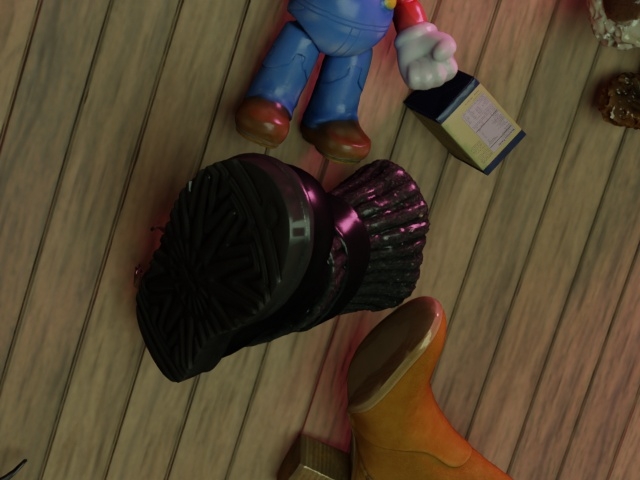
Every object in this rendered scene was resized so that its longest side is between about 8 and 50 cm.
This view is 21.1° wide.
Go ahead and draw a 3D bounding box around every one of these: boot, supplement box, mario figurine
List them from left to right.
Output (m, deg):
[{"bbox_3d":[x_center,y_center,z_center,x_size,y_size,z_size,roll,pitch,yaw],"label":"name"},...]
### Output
[{"bbox_3d":[-0.002,-0.003,1.506,0.260,0.348,0.131,-18,78,-27],"label":"boot"},{"bbox_3d":[0.028,-0.224,1.532,0.198,0.170,0.320,-10,123,-55],"label":"mario figurine"},{"bbox_3d":[0.111,0.195,1.690,0.211,0.104,0.295,26,124,-15],"label":"boot"},{"bbox_3d":[0.139,-0.118,1.659,0.056,0.083,0.083,-46,115,-2],"label":"supplement box"}]

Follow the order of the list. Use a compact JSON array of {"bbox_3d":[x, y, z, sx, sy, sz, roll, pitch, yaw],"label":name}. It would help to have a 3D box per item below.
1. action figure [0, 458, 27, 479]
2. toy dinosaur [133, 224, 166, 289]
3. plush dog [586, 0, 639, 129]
[{"bbox_3d":[-0.391,0.240,1.536,0.276,0.141,0.164,-3,96,-19],"label":"action figure"},{"bbox_3d":[-0.125,0.040,1.623,0.093,0.053,0.183,13,101,-25],"label":"toy dinosaur"},{"bbox_3d":[0.392,-0.200,1.704,0.262,0.210,0.225,4,122,6],"label":"plush dog"}]
